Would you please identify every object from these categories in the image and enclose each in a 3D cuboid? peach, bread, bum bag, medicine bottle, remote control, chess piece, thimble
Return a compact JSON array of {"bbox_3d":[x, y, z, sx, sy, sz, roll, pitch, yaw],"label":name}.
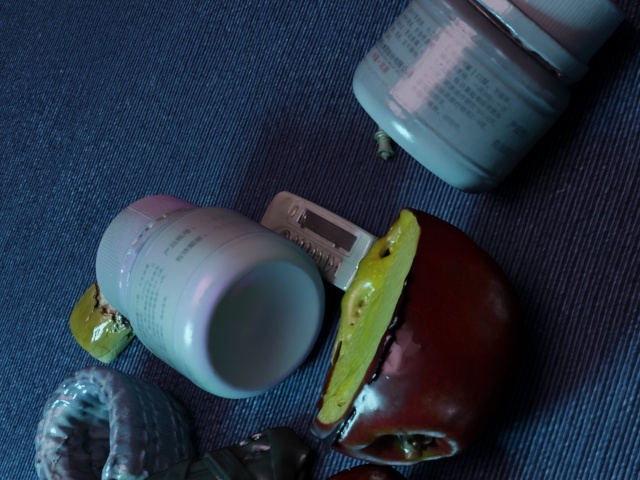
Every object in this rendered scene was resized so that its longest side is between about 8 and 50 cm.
[{"bbox_3d":[0.139,0.125,1.766,0.257,0.201,0.361,-52,18,46],"label":"peach"},{"bbox_3d":[-0.354,0.128,2.299,0.106,0.082,0.125,-45,49,9],"label":"bread"},{"bbox_3d":[-0.159,0.358,1.931,0.326,0.079,0.142,-23,51,5],"label":"bum bag"},{"bbox_3d":[-0.166,0.068,2.037,0.302,0.241,0.241,28,90,47],"label":"medicine bottle"},{"bbox_3d":[-0.001,0.000,2.056,0.230,0.049,0.090,31,91,47],"label":"remote control"},{"bbox_3d":[0.219,-0.240,1.830,0.306,0.245,0.245,-48,45,13],"label":"medicine bottle"},{"bbox_3d":[0.093,-0.160,2.060,0.042,0.042,0.093,-19,65,36],"label":"chess piece"},{"bbox_3d":[-0.298,0.307,2.099,0.205,0.172,0.236,-57,41,9],"label":"thimble"}]

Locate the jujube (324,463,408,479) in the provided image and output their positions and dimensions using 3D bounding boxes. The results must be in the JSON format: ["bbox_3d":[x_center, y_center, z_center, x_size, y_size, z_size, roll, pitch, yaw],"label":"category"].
[{"bbox_3d":[0.030,0.396,1.740,0.243,0.183,0.183,-43,46,6],"label":"jujube"}]
